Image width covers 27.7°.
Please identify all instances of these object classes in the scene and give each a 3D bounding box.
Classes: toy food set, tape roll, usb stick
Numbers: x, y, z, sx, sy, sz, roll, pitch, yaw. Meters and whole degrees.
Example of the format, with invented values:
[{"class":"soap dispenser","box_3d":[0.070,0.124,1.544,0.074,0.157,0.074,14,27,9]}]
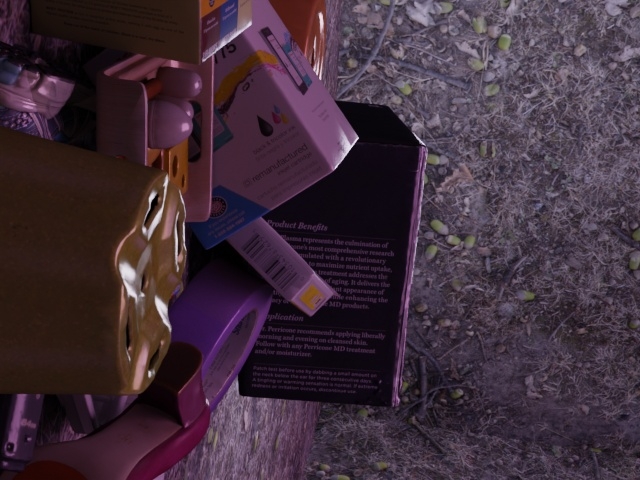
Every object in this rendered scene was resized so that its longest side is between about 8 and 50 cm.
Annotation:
[{"class":"toy food set","box_3d":[-0.160,-0.086,1.379,0.306,0.092,0.220,-60,154,-71]},{"class":"tape roll","box_3d":[-0.180,0.166,1.991,0.275,0.090,0.275,-57,168,-18]},{"class":"usb stick","box_3d":[-0.299,0.098,1.338,0.077,0.045,0.278,69,30,-76]}]

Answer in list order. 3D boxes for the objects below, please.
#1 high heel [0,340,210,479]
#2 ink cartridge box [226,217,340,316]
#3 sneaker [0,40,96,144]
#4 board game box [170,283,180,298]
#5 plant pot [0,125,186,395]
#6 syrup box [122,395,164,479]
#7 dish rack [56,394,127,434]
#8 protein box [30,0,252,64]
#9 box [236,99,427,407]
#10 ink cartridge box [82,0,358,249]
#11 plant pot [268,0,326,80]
[{"class":"high heel","box_3d":[-0.254,0.290,1.514,0.377,0.127,0.181,-40,151,-36]},{"class":"ink cartridge box","box_3d":[-0.112,-0.011,1.988,0.072,0.303,0.307,-46,168,-4]},{"class":"sneaker","box_3d":[-0.292,-0.121,1.276,0.122,0.110,0.283,-61,176,4]},{"class":"board game box","box_3d":[-0.212,0.013,1.579,0.170,0.048,0.141,-47,143,-75]},{"class":"plant pot","box_3d":[-0.250,0.018,1.041,0.276,0.253,0.276,7,90,-83]},{"class":"syrup box","box_3d":[-0.264,0.277,1.802,0.096,0.093,0.237,51,47,-80]},{"class":"dish rack","box_3d":[-0.271,0.061,1.627,0.286,0.072,0.333,90,11,-50]},{"class":"protein box","box_3d":[-0.184,-0.313,1.343,0.136,0.199,0.201,-52,150,-55]},{"class":"box","box_3d":[0.000,0.000,2.411,0.480,0.297,0.472,-110,-154,-75]},{"class":"ink cartridge box","box_3d":[-0.118,-0.170,1.614,0.270,0.198,0.197,56,17,-8]},{"class":"plant pot","box_3d":[-0.106,-0.293,2.014,0.291,0.203,0.291,7,90,-83]}]
